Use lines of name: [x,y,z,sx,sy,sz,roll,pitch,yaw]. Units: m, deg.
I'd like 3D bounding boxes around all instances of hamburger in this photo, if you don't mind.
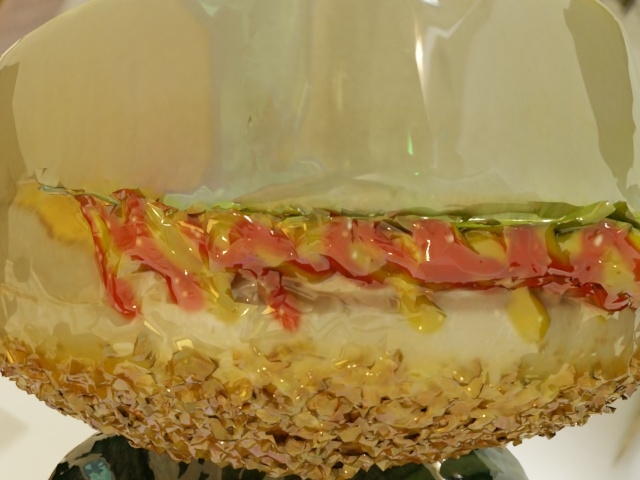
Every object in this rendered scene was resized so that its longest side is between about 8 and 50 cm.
hamburger: [0.000,0.000,0.705,0.294,0.276,0.179,163,-75,-76]

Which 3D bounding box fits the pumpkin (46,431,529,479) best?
pumpkin: [-0.022,0.202,0.895,0.300,0.300,0.207,-57,153,-6]
